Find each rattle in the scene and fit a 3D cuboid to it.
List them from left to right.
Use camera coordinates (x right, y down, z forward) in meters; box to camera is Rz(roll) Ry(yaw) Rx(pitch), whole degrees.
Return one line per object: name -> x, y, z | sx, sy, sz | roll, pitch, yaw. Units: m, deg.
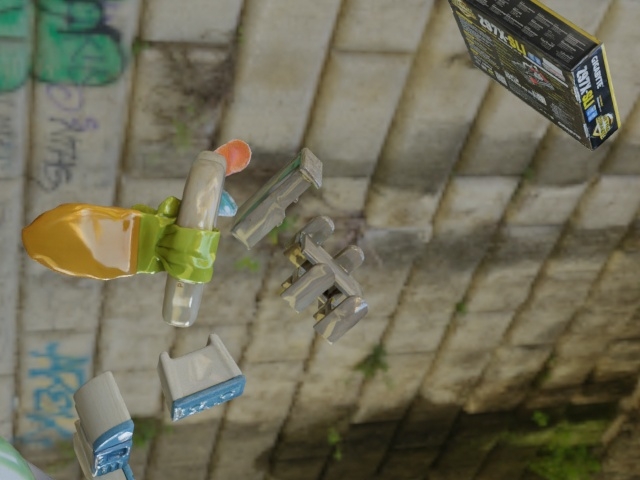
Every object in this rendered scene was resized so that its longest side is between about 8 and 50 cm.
rattle -> -0.136, -0.026, 0.876 | 0.199, 0.143, 0.130 | -88, 173, -50

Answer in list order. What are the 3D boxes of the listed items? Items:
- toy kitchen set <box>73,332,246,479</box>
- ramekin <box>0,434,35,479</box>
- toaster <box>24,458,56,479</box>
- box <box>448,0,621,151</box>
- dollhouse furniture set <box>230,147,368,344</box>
toy kitchen set -> -0.169, 0.215, 1.192 | 0.122, 0.166, 0.207 | 62, -23, 20
ramekin -> -0.276, 0.188, 0.531 | 0.148, 0.303, 0.303 | 24, -55, 20
toaster -> -0.289, 0.311, 1.042 | 0.168, 0.110, 0.186 | -48, -153, -9
box -> 0.366, -0.323, 1.904 | 0.322, 0.079, 0.257 | 44, -6, 34
dollhouse furniture set -> 0.000, 0.000, 1.764 | 0.161, 0.242, 0.212 | -41, -164, 15
